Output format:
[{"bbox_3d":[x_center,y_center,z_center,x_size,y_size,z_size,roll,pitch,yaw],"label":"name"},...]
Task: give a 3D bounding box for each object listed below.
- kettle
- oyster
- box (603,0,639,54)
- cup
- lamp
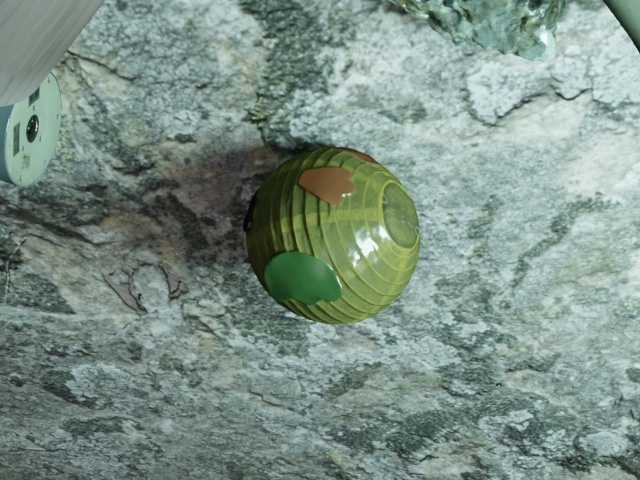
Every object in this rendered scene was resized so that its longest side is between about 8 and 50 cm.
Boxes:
[{"bbox_3d":[-0.488,-0.200,1.055,0.243,0.160,0.210,14,119,2],"label":"kettle"},{"bbox_3d":[0.161,-0.299,0.862,0.268,0.112,0.198,11,137,-8],"label":"oyster"},{"bbox_3d":[0.346,-0.377,0.683,0.352,0.177,0.344,-34,127,26],"label":"box"},{"bbox_3d":[-0.370,-0.315,0.854,0.288,0.208,0.273,30,134,-24],"label":"cup"},{"bbox_3d":[0.000,0.000,1.120,0.284,0.250,0.250,-20,131,37],"label":"lamp"}]
